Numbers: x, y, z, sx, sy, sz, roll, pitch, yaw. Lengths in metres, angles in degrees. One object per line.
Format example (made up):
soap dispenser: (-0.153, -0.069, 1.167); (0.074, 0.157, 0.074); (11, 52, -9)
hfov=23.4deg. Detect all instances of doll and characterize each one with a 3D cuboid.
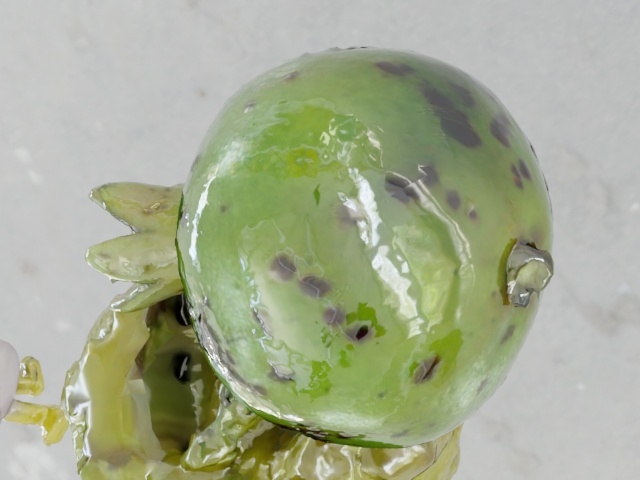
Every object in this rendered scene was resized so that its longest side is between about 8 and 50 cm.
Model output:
doll: (-0.417, 0.133, 1.443); (0.160, 0.365, 0.094); (46, 124, 47)

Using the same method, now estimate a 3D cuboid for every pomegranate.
pomegranate: (0.000, 0.000, 0.797); (0.263, 0.211, 0.211); (7, 124, 30)

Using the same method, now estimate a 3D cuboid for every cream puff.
cream puff: (-0.040, 0.087, 0.969); (0.282, 0.282, 0.185); (36, 159, 22)
